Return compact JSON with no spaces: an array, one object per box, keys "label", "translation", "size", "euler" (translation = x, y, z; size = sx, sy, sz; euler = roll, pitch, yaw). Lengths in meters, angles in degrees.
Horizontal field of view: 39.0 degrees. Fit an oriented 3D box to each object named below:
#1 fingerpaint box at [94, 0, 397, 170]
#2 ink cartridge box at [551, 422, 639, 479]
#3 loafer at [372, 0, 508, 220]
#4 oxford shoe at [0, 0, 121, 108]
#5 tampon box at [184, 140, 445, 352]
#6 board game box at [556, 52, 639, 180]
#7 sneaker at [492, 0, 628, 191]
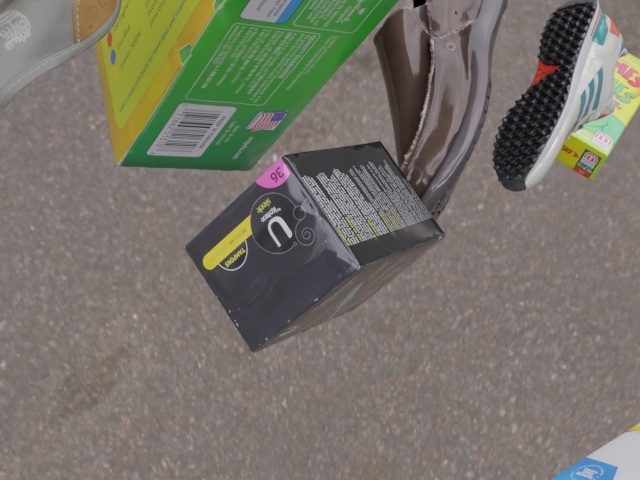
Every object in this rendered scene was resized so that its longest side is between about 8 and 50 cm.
[{"label":"fingerpaint box","translation":[-0.072,-0.330,0.819],"size":[0.163,0.445,0.371],"euler":[-1,65,-33]},{"label":"ink cartridge box","translation":[0.349,0.218,0.839],"size":[0.231,0.078,0.134],"euler":[-23,12,-26]},{"label":"loafer","translation":[0.114,-0.179,0.979],"size":[0.130,0.134,0.366],"euler":[15,63,1]},{"label":"oxford shoe","translation":[-0.325,-0.138,0.705],"size":[0.449,0.130,0.169],"euler":[-16,54,33]},{"label":"tampon box","translation":[0.000,0.000,0.714],"size":[0.101,0.120,0.161],"euler":[56,29,11]},{"label":"board game box","translation":[0.306,-0.155,1.019],"size":[0.092,0.043,0.181],"euler":[33,53,12]},{"label":"sneaker","translation":[0.187,-0.098,0.668],"size":[0.057,0.075,0.161],"euler":[1,63,56]}]
